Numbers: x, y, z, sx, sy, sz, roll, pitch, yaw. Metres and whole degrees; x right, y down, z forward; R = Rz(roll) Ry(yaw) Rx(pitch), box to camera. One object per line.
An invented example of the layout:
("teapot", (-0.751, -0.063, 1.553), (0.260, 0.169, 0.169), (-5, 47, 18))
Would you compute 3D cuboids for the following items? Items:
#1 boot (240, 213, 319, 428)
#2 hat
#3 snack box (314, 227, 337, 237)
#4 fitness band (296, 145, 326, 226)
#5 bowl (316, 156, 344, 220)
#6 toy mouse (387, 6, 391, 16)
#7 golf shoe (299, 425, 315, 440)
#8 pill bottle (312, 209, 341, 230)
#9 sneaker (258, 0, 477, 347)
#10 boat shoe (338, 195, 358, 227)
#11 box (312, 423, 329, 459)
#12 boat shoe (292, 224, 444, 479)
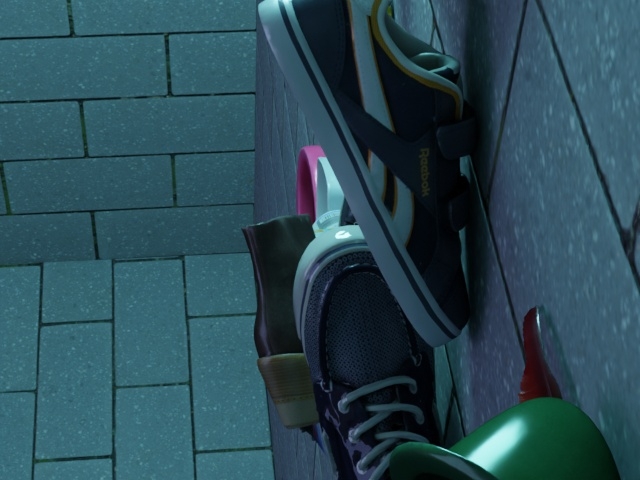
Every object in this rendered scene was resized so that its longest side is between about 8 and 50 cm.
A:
("boot", (0.010, 0.073, 1.390), (0.248, 0.090, 0.207), (-4, -97, -62))
("hat", (0.156, 0.115, 0.782), (0.208, 0.183, 0.173), (37, 156, 24))
("snack box", (0.034, 0.014, 1.516), (0.141, 0.100, 0.037), (-120, 28, -78))
("fitness band", (0.000, 0.000, 2.063), (0.209, 0.054, 0.291), (-114, 21, -73))
("bowl", (0.026, -0.033, 1.799), (0.142, 0.053, 0.142), (-108, 16, -67))
("toy mouse", (0.056, -0.228, 1.525), (0.143, 0.031, 0.161), (124, 142, -80))
("golf shoe", (0.011, 0.149, 1.768), (0.120, 0.105, 0.273), (-85, -12, -52))
("pill bottle", (0.030, 0.015, 1.663), (0.137, 0.078, 0.078), (-112, 20, -74))
("sneaker", (0.074, -0.068, 1.091), (0.126, 0.127, 0.321), (-92, -23, -70))
("boat shoe", (0.058, -0.043, 1.401), (0.065, 0.075, 0.206), (105, 166, -80))
("box", (0.025, 0.177, 1.602), (0.159, 0.044, 0.233), (-132, 28, -57))
("boat shoe", (0.063, 0.161, 1.219), (0.158, 0.127, 0.341), (-113, 7, -57))
